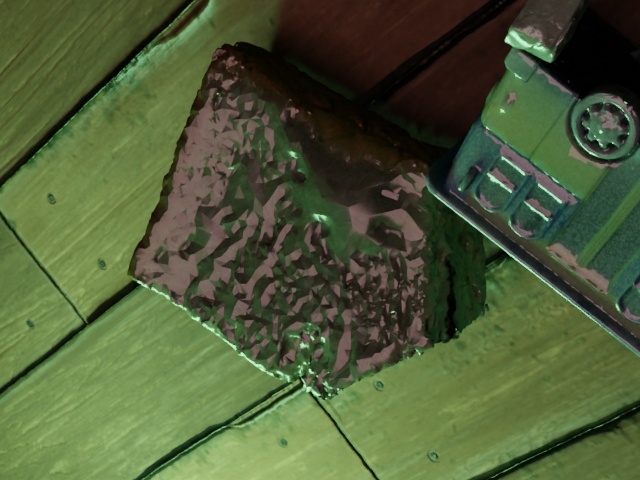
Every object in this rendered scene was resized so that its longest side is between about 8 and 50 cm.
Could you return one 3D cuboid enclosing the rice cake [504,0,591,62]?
[{"bbox_3d":[0.219,-0.249,1.099,0.045,0.042,0.245,30,91,18],"label":"rice cake"}]

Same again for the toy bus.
[{"bbox_3d":[0.266,-0.035,1.192,0.312,0.152,0.190,39,129,9],"label":"toy bus"}]

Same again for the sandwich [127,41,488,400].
[{"bbox_3d":[0.000,-0.001,1.351,0.325,0.131,0.262,31,107,18],"label":"sandwich"}]
